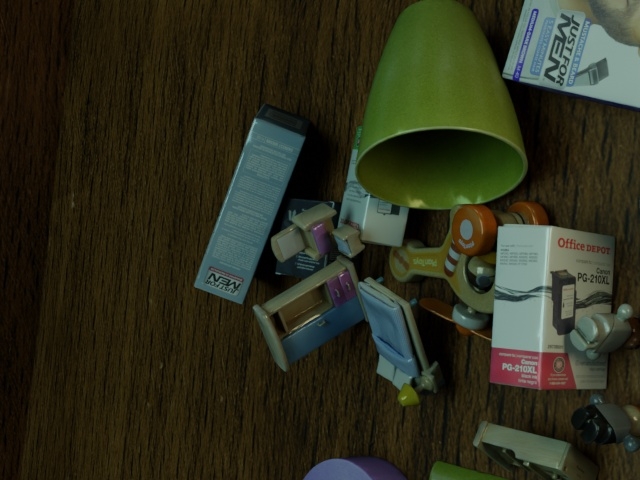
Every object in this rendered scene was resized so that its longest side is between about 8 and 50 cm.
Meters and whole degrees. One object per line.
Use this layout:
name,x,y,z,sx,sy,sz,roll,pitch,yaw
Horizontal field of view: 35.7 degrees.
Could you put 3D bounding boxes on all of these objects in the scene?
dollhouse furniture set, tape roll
dollhouse furniture set,0.289,0.417,1.495,0.161,0.212,0.242,6,63,47
dollhouse furniture set,0.038,0.140,1.719,0.303,0.198,0.287,34,150,53
tape roll,0.066,0.537,1.820,0.274,0.090,0.275,-8,79,49

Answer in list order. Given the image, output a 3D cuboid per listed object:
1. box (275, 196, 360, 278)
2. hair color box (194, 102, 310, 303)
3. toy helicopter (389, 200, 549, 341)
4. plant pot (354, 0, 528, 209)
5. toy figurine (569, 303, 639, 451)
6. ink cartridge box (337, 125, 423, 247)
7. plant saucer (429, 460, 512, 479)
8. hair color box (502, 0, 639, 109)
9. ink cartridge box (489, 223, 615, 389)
box,0.000,0.000,1.960,0.156,0.093,0.158,9,93,50
hair color box,-0.139,-0.079,2.052,0.185,0.113,0.375,-79,11,-73
toy helicopter,0.232,0.055,1.691,0.355,0.140,0.235,1,95,60
plant pot,0.197,-0.241,1.645,0.274,0.274,0.294,-25,54,45
toy figurine,0.463,0.191,1.375,0.209,0.148,0.213,-11,79,54
ink cartridge box,0.106,-0.100,1.816,0.153,0.086,0.209,-154,75,-73
plant saucer,0.239,0.481,1.660,0.188,0.045,0.188,3,87,49
hair color box,0.448,-0.294,1.475,0.338,0.110,0.185,24,102,46
ink cartridge box,0.349,0.099,1.487,0.100,0.171,0.237,1,85,49
